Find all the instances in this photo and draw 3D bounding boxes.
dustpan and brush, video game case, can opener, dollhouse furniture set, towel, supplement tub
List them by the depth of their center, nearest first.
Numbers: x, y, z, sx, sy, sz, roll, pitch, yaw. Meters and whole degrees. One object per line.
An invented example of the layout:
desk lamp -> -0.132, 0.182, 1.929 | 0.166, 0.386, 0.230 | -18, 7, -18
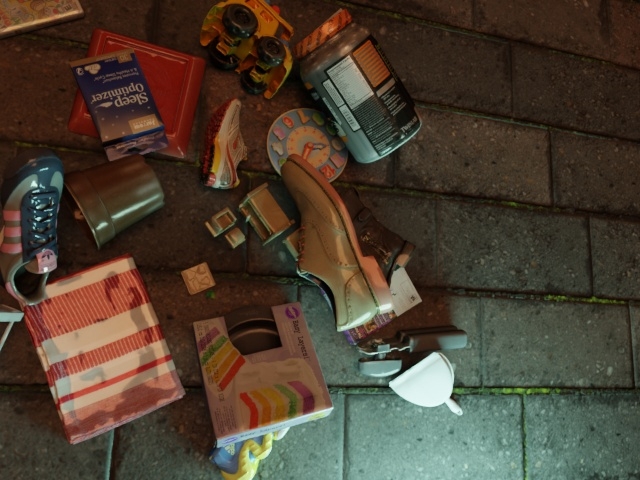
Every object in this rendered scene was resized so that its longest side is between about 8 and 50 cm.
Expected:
towel -> -0.448, 0.216, 1.069 | 0.237, 0.037, 0.329 | -21, 87, -20
video game case -> -0.669, -0.570, 1.141 | 0.206, 0.026, 0.227 | -25, 89, -19
dollhouse furniture set -> -0.144, -0.002, 1.156 | 0.161, 0.101, 0.182 | -37, 92, -30
supplement tub -> 0.084, -0.358, 1.219 | 0.193, 0.193, 0.316 | -42, 108, -19
dustpan and brush -> 0.280, 0.363, 1.249 | 0.147, 0.060, 0.211 | -38, 102, 15
can opener -> 0.218, 0.266, 1.253 | 0.283, 0.076, 0.095 | -2, 97, -19
video game case -> 0.106, 0.098, 1.257 | 0.210, 0.042, 0.232 | -29, 90, -20

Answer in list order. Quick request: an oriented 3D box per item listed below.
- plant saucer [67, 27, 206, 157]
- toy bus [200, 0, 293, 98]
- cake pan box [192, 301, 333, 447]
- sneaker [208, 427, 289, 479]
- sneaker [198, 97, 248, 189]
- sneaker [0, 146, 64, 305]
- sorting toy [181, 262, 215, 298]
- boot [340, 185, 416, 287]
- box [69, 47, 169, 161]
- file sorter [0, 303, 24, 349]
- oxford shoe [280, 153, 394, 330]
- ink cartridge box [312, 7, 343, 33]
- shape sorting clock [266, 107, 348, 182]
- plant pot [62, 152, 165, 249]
plant saucer -> -0.408, -0.341, 1.172 | 0.258, 0.047, 0.259 | 12, 77, -15
toy bus -> -0.141, -0.486, 1.243 | 0.220, 0.149, 0.211 | 40, 56, -9
cake pan box -> -0.127, 0.267, 1.096 | 0.245, 0.070, 0.267 | -7, 57, -19
sneaker -> -0.146, 0.392, 1.103 | 0.126, 0.091, 0.240 | 37, 73, -8
sneaker -> -0.215, -0.223, 1.202 | 0.092, 0.088, 0.226 | 17, 75, -35
sneaker -> -0.518, -0.017, 0.954 | 0.131, 0.319, 0.112 | 44, 34, 19
sorting toy -> -0.267, 0.097, 1.157 | 0.062, 0.012, 0.083 | -22, 84, -24
boot -> 0.073, 0.029, 1.202 | 0.229, 0.091, 0.263 | 38, 68, -1
box -> -0.427, -0.291, 1.114 | 0.136, 0.036, 0.225 | -22, 89, -19
file sorter -> -0.723, 0.152, 0.898 | 0.277, 0.193, 0.173 | 23, 78, -5
oxford shoe -> 0.000, 0.000, 1.092 | 0.146, 0.140, 0.397 | -28, 78, -8
ink cartridge box -> 0.081, -0.478, 1.339 | 0.209, 0.062, 0.109 | 45, 70, -6
shape sorting clock -> -0.030, -0.229, 1.273 | 0.206, 0.040, 0.206 | 3, 80, -17
plant pot -> -0.425, -0.094, 1.071 | 0.165, 0.167, 0.167 | -33, 91, -27
